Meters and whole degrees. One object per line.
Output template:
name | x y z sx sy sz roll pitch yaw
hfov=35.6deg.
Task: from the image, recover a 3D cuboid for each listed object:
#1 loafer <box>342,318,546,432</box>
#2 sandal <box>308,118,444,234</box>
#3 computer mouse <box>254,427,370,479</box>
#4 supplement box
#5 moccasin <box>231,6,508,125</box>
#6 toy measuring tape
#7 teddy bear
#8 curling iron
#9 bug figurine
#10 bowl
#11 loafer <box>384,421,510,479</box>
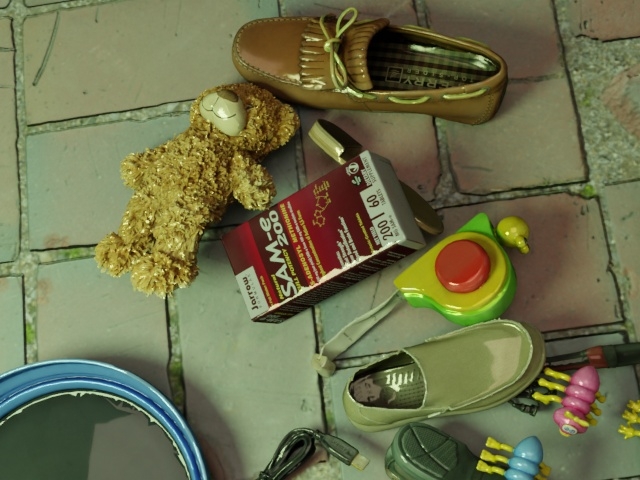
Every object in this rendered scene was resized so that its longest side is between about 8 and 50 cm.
loafer | 0.148 0.169 1.228 0.268 0.092 0.102 -23 68 11
sandal | 0.061 -0.062 1.352 0.240 0.088 0.079 44 114 21
computer mouse | 0.022 0.355 1.229 0.262 0.060 0.184 33 83 26
supplement box | 0.000 0.000 1.282 0.239 0.073 0.130 -30 71 22
moccasin | 0.063 -0.241 1.354 0.380 0.147 0.139 16 76 10
toy measuring tape | 0.143 0.091 1.268 0.330 0.121 0.121 -40 74 1
teddy bear | -0.172 -0.079 1.324 0.338 0.113 0.245 -45 41 -2
curling iron | 0.359 0.162 1.265 0.274 0.035 0.068 -15 89 -2
bug figurine | 0.339 0.268 1.185 0.279 0.072 0.216 23 71 -2
bowl | -0.323 0.346 1.254 0.391 0.077 0.391 -2 73 6
loafer | 0.198 0.323 1.220 0.267 0.084 0.096 35 48 10
